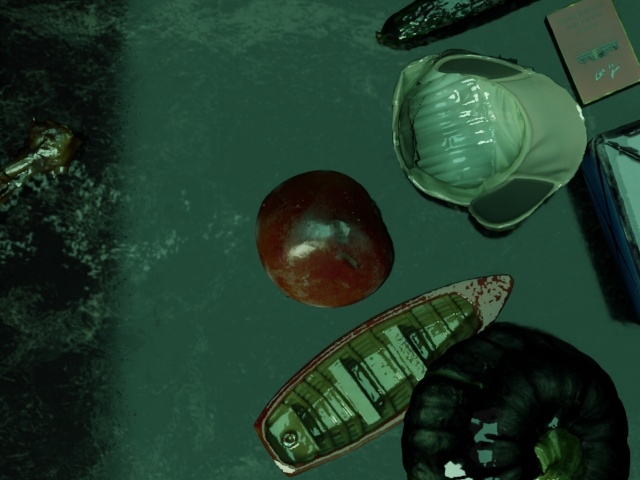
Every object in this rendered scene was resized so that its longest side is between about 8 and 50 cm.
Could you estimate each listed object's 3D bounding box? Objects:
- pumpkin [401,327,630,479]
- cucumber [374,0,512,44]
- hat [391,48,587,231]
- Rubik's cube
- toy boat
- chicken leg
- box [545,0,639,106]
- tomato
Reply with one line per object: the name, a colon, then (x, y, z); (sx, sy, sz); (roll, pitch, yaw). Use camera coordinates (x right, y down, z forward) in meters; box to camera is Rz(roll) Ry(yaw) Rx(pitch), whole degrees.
pumpkin: (0.255, 0.248, 1.601); (0.296, 0.296, 0.295); (0, 88, 6)
cucumber: (0.208, -0.326, 1.742); (0.294, 0.067, 0.067); (-23, 86, 5)
hat: (0.215, -0.145, 1.650); (0.161, 0.275, 0.232); (-30, 109, -35)
Rubik's cube: (0.479, -0.042, 1.611); (0.255, 0.259, 0.260); (-18, 90, 7)
toy boat: (0.091, 0.164, 1.731); (0.392, 0.079, 0.136); (-36, 83, 5)
chicken leg: (-0.460, -0.069, 1.801); (0.304, 0.093, 0.113); (-30, 103, -3)
box: (0.362, -0.255, 1.743); (0.090, 0.023, 0.133); (-21, 86, 7)
tomato: (0.000, 0.000, 1.735); (0.173, 0.099, 0.189); (-24, 87, 3)
